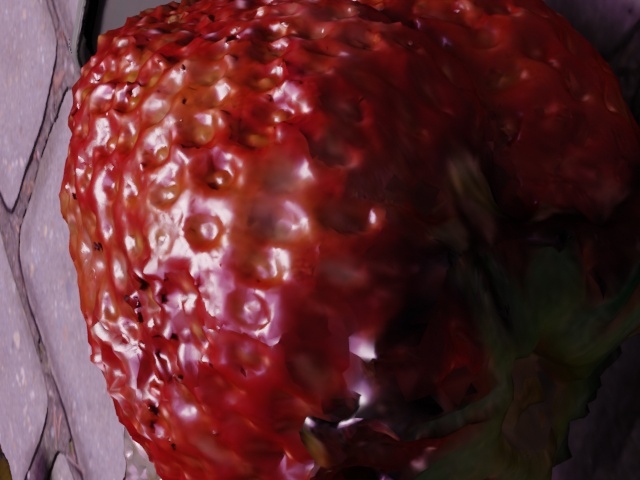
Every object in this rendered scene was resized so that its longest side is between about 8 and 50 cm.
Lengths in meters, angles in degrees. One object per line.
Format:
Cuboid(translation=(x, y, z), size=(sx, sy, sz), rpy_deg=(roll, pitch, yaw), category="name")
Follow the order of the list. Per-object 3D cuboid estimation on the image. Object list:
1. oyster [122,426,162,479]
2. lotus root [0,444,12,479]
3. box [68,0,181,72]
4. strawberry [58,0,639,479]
Cuboid(translation=(-0.067, 0.157, 1.122), size=(0.214, 0.083, 0.223), rpy_deg=(-21, 67, 58), category="oyster")
Cuboid(translation=(-0.269, 0.311, 1.458), size=(0.169, 0.141, 0.314), rpy_deg=(-19, 64, 59), category="lotus root")
Cuboid(translation=(-0.019, -0.160, 0.954), size=(0.135, 0.163, 0.243), rpy_deg=(42, 126, 44), category="box")
Cuboid(translation=(0.000, 0.000, 0.794), size=(0.288, 0.250, 0.238), rpy_deg=(34, 128, 29), category="strawberry")
